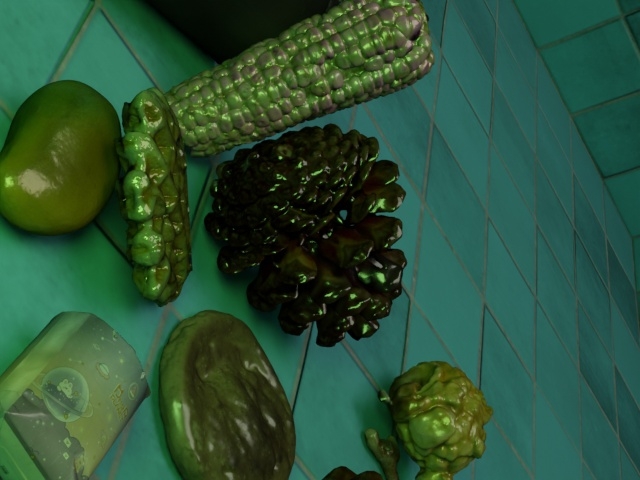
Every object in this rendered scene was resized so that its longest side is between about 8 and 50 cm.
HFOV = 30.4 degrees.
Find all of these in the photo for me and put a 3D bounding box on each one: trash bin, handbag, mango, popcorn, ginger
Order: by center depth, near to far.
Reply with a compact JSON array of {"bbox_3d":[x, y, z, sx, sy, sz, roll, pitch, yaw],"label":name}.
[{"bbox_3d":[-0.222,0.140,1.018,0.117,0.095,0.173,66,32,-24],"label":"handbag"},{"bbox_3d":[-0.249,-0.072,1.119,0.191,0.085,0.122,-71,149,-42],"label":"mango"},{"bbox_3d":[-0.132,-0.350,1.410,0.301,0.203,0.252,35,24,-51],"label":"trash bin"},{"bbox_3d":[0.092,0.289,1.620,0.097,0.030,0.048,62,28,-23],"label":"ginger"},{"bbox_3d":[0.169,0.250,1.652,0.163,0.140,0.194,62,5,3],"label":"popcorn"}]

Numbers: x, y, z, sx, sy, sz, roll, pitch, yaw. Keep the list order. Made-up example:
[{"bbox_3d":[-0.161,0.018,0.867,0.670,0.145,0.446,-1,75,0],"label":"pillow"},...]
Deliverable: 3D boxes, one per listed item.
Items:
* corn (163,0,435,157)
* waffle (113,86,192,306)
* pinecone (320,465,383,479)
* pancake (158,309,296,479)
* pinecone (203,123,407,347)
[{"bbox_3d":[-0.024,-0.192,1.382,0.127,0.335,0.126,63,-6,12],"label":"corn"},{"bbox_3d":[-0.161,-0.045,1.193,0.204,0.054,0.224,38,48,-84],"label":"waffle"},{"bbox_3d":[0.032,0.397,0.999,0.398,0.397,0.398,44,36,-45],"label":"pinecone"},{"bbox_3d":[-0.093,0.182,1.291,0.242,0.050,0.242,46,34,-44],"label":"pancake"},{"bbox_3d":[0.002,0.001,1.404,0.246,0.246,0.292,-84,156,-43],"label":"pinecone"}]
